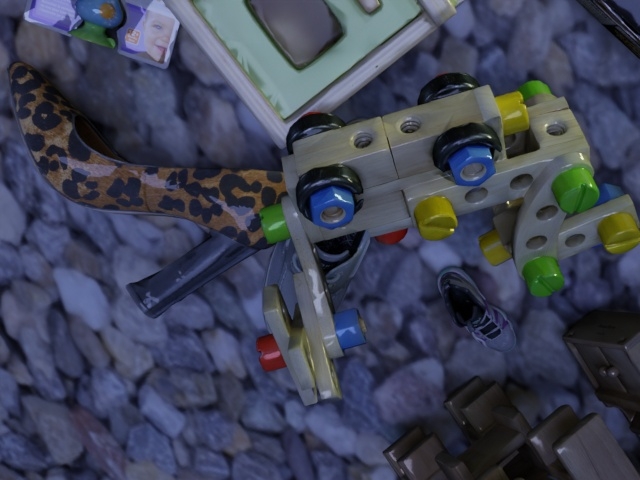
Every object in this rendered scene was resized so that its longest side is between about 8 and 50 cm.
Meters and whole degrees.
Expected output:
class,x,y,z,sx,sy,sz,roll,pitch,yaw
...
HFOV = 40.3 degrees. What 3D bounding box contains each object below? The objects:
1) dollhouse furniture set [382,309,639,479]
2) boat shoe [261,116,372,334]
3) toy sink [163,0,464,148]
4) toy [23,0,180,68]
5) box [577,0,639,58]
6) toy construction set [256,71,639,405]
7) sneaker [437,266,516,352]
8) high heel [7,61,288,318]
class,x,y,z,sx,sy,sz,roll,pitch,yaw
dollhouse furniture set,0.213,0.196,0.736,0.242,0.212,0.161,-36,98,-13
boat shoe,0.001,0.000,0.771,0.079,0.081,0.227,22,106,0
toy sink,0.019,-0.207,0.688,0.234,0.131,0.152,-36,99,13
toy,-0.164,-0.277,0.730,0.137,0.056,0.237,19,106,0
box,0.375,-0.235,0.669,0.293,0.073,0.295,39,106,-7
toy construction set,0.082,-0.011,0.681,0.328,0.151,0.215,-27,140,-3
sneaker,0.140,0.072,0.780,0.098,0.069,0.038,45,105,-6
high heel,-0.142,-0.084,0.761,0.186,0.093,0.261,-34,92,11
